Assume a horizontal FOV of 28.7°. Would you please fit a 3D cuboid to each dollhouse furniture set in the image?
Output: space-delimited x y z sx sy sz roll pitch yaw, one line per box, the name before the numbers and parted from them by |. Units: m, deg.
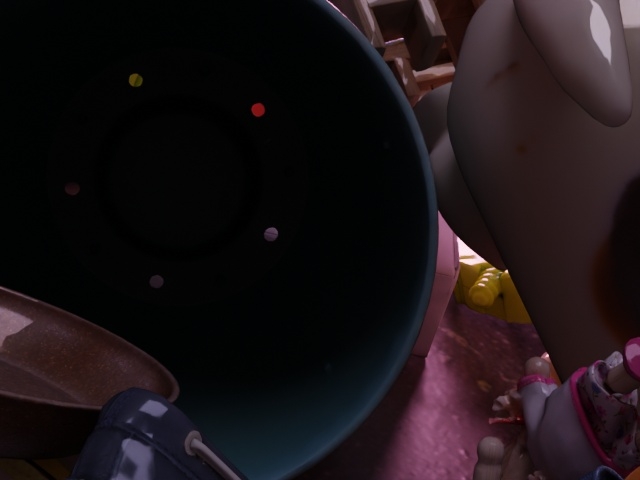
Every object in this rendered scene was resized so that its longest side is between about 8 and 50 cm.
dollhouse furniture set | 0.088 -0.166 0.864 0.212 0.242 0.161 -13 72 -14

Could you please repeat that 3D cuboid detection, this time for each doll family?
doll family | 0.110 0.174 0.532 0.118 0.163 0.263 -8 65 -31

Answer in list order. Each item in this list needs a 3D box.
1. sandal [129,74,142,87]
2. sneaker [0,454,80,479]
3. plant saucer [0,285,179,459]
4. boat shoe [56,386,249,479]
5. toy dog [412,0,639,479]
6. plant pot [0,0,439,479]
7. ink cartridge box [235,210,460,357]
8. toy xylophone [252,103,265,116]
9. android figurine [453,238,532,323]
sandal | -0.187 -0.124 0.952 0.138 0.317 0.126 12 65 30
sneaker | -0.251 0.091 0.515 0.385 0.145 0.147 9 -2 -8
plant saucer | -0.157 0.045 0.511 0.198 0.036 0.198 20 4 -2
boat shoe | -0.018 0.145 0.503 0.095 0.254 0.079 -2 55 40
toy dog | 0.241 0.046 0.689 0.284 0.408 0.395 -21 -15 4
plant pot | -0.090 -0.022 0.730 0.293 0.293 0.235 13 10 -4
ink cartridge box | 0.000 0.000 0.940 0.191 0.082 0.139 14 30 -4
toy xylophone | -0.115 -0.184 1.023 0.323 0.081 0.236 36 -22 -29
android figurine | 0.204 -0.009 1.020 0.248 0.056 0.273 2 26 30
